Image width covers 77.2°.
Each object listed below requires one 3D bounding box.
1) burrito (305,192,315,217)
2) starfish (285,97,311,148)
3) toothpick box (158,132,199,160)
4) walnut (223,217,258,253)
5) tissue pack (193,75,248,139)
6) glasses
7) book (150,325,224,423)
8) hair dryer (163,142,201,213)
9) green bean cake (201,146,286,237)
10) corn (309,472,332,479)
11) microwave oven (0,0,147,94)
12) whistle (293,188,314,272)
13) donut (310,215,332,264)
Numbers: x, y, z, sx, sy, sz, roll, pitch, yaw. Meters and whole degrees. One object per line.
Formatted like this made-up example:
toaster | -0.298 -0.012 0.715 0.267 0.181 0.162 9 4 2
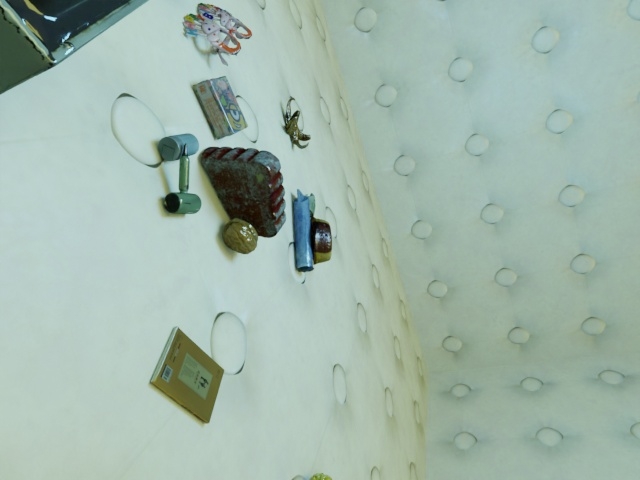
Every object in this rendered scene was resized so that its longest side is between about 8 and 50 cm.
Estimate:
burrito | -0.043 -0.145 1.569 0.074 0.044 0.118 56 31 -35
starfish | -0.098 -0.457 1.569 0.146 0.074 0.190 -66 138 -61
toothpick box | -0.308 -0.205 0.876 0.083 0.052 0.052 -55 129 -65
walnut | -0.201 -0.009 1.007 0.096 0.082 0.079 58 -1 -37
tissue pack | -0.265 -0.357 1.076 0.108 0.060 0.148 -65 136 -61
glasses | -0.300 -0.592 1.145 0.162 0.095 0.255 35 39 -21
book | -0.252 0.265 0.784 0.118 0.012 0.172 -81 150 -47
hair dryer | -0.285 -0.130 0.843 0.071 0.047 0.150 -10 107 -71
green bean cake | -0.190 -0.125 1.037 0.097 0.198 0.233 -60 150 -50
corn | -0.021 0.719 1.017 0.248 0.081 0.081 -61 134 -61
microwave oven | -0.371 -0.332 0.466 0.218 0.286 0.355 59 31 -38
whistle | -0.062 -0.039 1.420 0.062 0.062 0.304 41 40 -58
donut | 0.000 0.000 1.455 0.184 0.073 0.166 -103 -166 -65
